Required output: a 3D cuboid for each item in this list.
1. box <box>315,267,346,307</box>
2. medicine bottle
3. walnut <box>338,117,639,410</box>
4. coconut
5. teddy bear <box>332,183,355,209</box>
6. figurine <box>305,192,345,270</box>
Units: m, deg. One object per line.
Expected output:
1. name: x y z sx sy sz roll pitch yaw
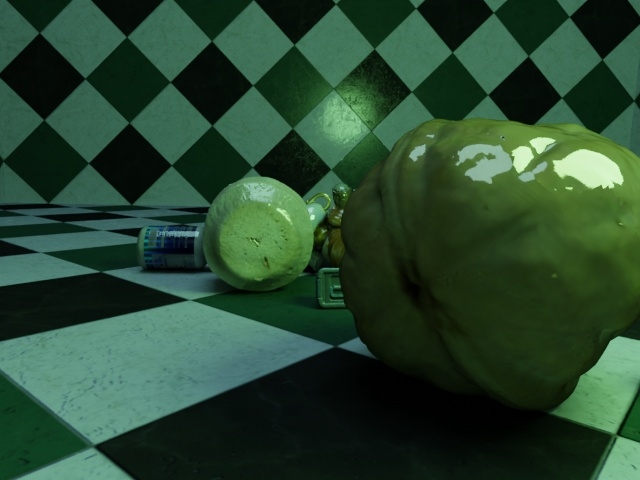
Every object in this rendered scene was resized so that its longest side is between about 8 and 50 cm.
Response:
1. box: 0.038 0.089 0.931 0.099 0.074 0.054 0 -6 -9
2. medicine bottle: -0.338 0.018 1.206 0.191 0.107 0.107 1 8 -4
3. walnut: 0.207 0.018 0.589 0.380 0.382 0.381 1 8 0
4. coconut: -0.134 -0.017 1.072 0.237 0.238 0.266 1 14 -4
5. teddy bear: 0.174 -0.088 1.883 0.256 0.156 0.267 -6 50 -37
6. figurine: 0.028 -0.006 1.199 0.263 0.190 0.142 23 21 25
